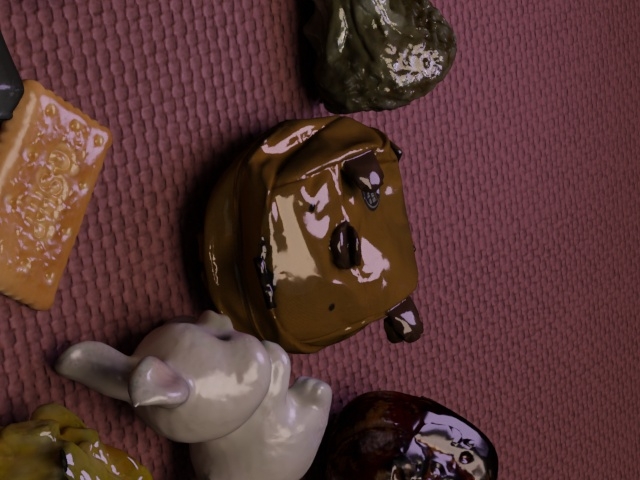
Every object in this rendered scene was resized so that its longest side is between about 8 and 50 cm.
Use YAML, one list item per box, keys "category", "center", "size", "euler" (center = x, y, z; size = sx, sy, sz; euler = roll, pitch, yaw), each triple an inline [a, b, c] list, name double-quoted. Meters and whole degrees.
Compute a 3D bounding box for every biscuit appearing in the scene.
- category: "biscuit"
  center: [-0.340, -0.053, 1.564]
  size: [0.160, 0.030, 0.250]
  euler: [35, 66, -46]

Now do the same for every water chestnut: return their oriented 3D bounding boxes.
- category: "water chestnut"
  center: [0.127, 0.368, 2.012]
  size: [0.289, 0.244, 0.289]
  euler: [11, 66, -27]

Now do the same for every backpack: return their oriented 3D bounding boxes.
- category: "backpack"
  center: [-0.004, 0.002, 1.844]
  size: [0.378, 0.201, 0.354]
  euler: [-33, 114, -47]

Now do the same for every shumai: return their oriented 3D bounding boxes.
- category: "shumai"
  center: [0.079, -0.326, 1.926]
  size: [0.256, 0.189, 0.218]
  euler: [-58, 135, -36]

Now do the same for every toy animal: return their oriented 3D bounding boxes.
- category: "toy animal"
  center: [-0.161, 0.216, 1.681]
  size: [0.367, 0.196, 0.241]
  euler: [44, 62, -45]

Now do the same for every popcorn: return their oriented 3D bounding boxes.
- category: "popcorn"
  center: [-0.306, 0.330, 1.497]
  size: [0.286, 0.215, 0.252]
  euler: [54, 53, -15]

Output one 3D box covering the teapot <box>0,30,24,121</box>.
- category: "teapot"
  center: [-0.425, -0.228, 1.365]
  size: [0.203, 0.171, 0.225]
  euler: [-9, 94, -19]
